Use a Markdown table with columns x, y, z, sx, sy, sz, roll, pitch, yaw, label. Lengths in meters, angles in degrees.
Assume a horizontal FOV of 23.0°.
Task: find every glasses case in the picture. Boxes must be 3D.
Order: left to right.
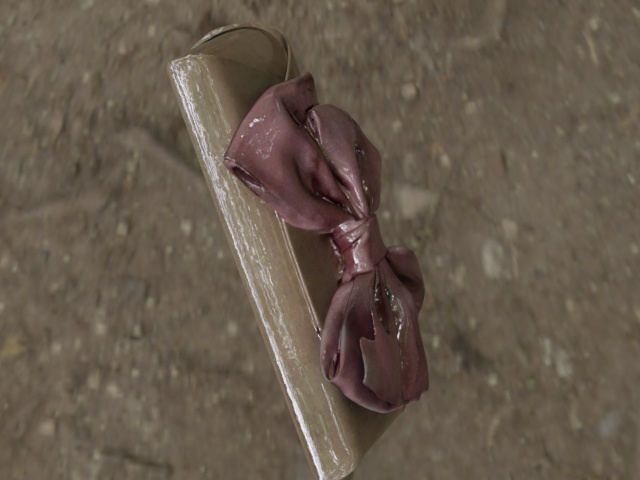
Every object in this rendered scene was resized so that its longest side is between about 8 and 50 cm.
| x | y | z | sx | sy | sz | roll | pitch | yaw | label |
| --- | --- | --- | --- | --- | --- | --- | --- | --- | --- |
| 0.000 | 0.000 | 0.651 | 0.070 | 0.102 | 0.194 | -19 | 98 | 4 | glasses case |
